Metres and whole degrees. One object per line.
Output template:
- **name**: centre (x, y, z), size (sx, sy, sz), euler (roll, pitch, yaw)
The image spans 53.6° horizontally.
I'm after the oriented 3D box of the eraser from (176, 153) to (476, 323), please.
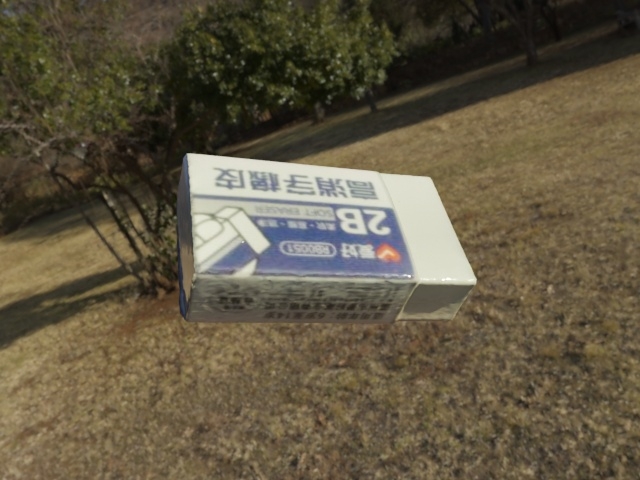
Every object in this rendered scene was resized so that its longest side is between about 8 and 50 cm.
- **eraser**: centre (0.000, 0.000, 0.486), size (0.210, 0.068, 0.124), euler (3, 45, -19)
